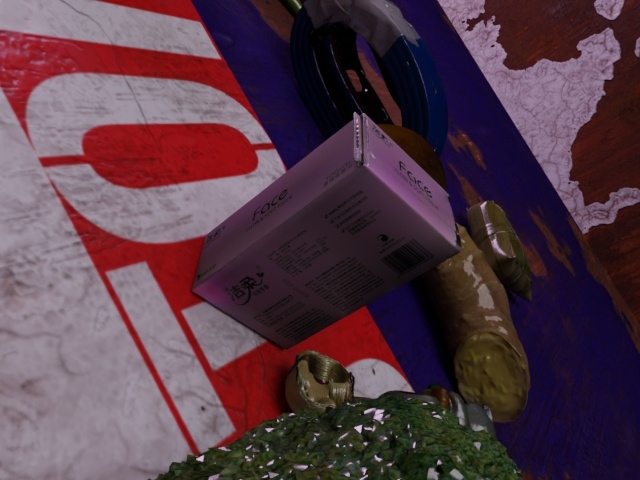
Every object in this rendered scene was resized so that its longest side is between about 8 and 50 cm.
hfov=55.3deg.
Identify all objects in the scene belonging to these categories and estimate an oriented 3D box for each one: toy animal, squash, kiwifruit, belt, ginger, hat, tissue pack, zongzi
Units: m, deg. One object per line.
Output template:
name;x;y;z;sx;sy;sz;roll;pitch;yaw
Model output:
toy animal;0.124;0.232;0.740;0.236;0.108;0.138;26;43;-41
squash;-0.061;-0.483;1.228;0.083;0.027;0.027;46;32;-19
kiwifruit;0.083;-0.063;0.883;0.196;0.196;0.234;53;37;-7
belt;0.087;-0.267;1.057;0.117;0.212;0.347;-21;84;-58
ginger;0.255;0.126;1.021;0.190;0.126;0.354;35;38;-51
hat;-0.005;0.167;0.666;0.076;0.059;0.077;27;33;-16
tissue pack;0.000;0.000;0.639;0.148;0.246;0.092;38;35;-29
zongzi;0.415;0.019;1.380;0.204;0.094;0.205;34;37;-41

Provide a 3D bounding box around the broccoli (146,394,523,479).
broccoli;0.021;0.256;0.392;0.321;0.310;0.413;51;-5;-21

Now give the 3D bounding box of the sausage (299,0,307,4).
sausage;-0.081;-0.594;1.211;0.304;0.121;0.121;41;34;-27
